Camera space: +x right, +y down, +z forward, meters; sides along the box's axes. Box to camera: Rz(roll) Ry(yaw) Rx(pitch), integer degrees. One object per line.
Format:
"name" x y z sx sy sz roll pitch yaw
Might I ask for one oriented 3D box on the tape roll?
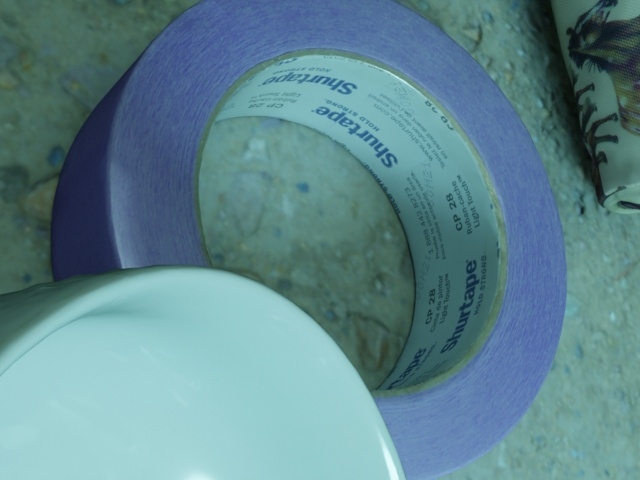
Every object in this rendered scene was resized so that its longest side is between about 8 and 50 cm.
"tape roll" 0.000 0.000 0.641 0.275 0.090 0.275 11 67 -28

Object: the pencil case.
"pencil case" 0.236 -0.214 0.816 0.183 0.160 0.410 2 72 -40

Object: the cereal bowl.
"cereal bowl" -0.088 0.178 0.414 0.339 0.141 0.339 17 70 -59
